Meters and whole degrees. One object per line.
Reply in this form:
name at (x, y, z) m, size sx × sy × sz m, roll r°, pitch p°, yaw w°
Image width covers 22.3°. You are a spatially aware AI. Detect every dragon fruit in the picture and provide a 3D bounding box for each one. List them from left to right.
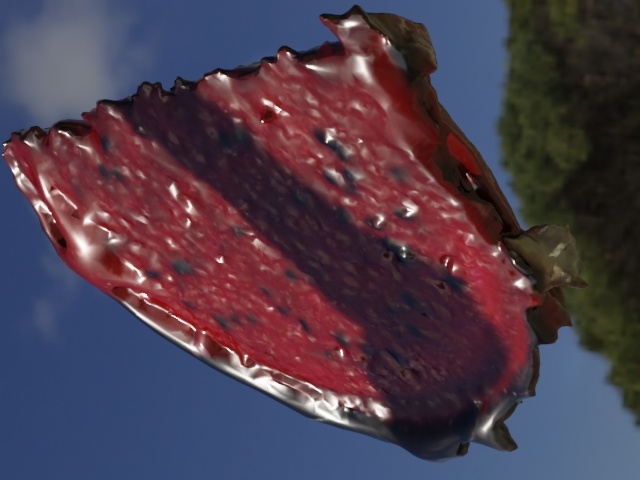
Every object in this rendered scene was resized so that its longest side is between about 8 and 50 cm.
dragon fruit at (0.000, 0.000, 0.888) m, size 0.100 × 0.343 × 0.282 m, roll -48°, pitch -64°, yaw -36°
